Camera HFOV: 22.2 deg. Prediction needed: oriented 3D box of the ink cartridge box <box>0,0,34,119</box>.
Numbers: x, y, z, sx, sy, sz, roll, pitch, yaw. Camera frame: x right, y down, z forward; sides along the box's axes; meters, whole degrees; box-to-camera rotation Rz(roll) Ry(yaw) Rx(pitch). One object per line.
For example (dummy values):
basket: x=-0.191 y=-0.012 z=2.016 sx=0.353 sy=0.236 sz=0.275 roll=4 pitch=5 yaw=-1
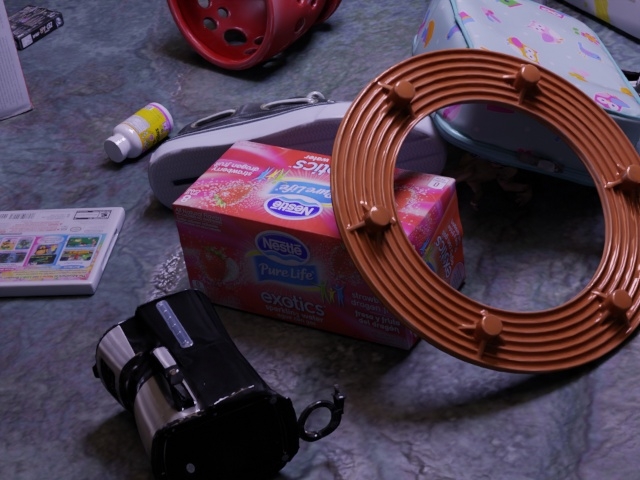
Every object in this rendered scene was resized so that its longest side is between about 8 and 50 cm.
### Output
ink cartridge box: x=-0.493 y=-0.327 z=2.032 sx=0.130 sy=0.310 sz=0.272 roll=-22 pitch=36 yaw=-19

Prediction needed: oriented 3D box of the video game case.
video game case: x=-0.301 y=0.012 z=1.745 sx=0.157 sy=0.019 sz=0.143 roll=-2 pitch=35 yaw=11

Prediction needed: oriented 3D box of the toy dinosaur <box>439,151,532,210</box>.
toy dinosaur: x=0.190 y=-0.078 z=1.721 sx=0.183 sy=0.053 sz=0.093 roll=-14 pitch=33 yaw=-6

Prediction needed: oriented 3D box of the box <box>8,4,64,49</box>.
box: x=-0.401 y=-0.291 z=2.217 sx=0.067 sy=0.018 sz=0.083 roll=17 pitch=42 yaw=34

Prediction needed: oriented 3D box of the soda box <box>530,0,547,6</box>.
soda box: x=0.218 y=-0.387 z=1.960 sx=0.098 sy=0.286 sz=0.091 roll=-1 pitch=33 yaw=12

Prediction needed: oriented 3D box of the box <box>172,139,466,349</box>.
box: x=0.000 y=0.000 z=1.591 sx=0.256 sy=0.123 sz=0.128 roll=12 pitch=40 yaw=29

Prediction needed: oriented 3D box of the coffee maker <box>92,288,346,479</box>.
coffee maker: x=-0.096 y=0.135 z=1.447 sx=0.171 sy=0.120 sz=0.178 roll=1 pitch=29 yaw=-27

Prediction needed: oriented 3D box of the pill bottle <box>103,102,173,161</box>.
pill bottle: x=-0.213 y=-0.124 z=1.900 sx=0.043 sy=0.043 sz=0.083 roll=19 pitch=43 yaw=36

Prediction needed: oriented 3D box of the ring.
ring: x=0.171 y=-0.037 z=1.504 sx=0.336 sy=0.032 sz=0.337 roll=9 pitch=61 yaw=-17

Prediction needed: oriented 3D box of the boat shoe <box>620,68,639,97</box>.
boat shoe: x=0.364 y=-0.169 z=1.824 sx=0.133 sy=0.042 sz=0.049 roll=7 pitch=35 yaw=21

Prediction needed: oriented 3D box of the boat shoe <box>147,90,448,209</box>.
boat shoe: x=-0.024 y=-0.112 z=1.759 sx=0.335 sy=0.121 sz=0.119 roll=-3 pitch=37 yaw=16

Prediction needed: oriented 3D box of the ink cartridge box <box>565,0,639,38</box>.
ink cartridge box: x=0.442 y=-0.392 z=2.022 sx=0.279 sy=0.160 sz=0.384 roll=-24 pitch=36 yaw=-21

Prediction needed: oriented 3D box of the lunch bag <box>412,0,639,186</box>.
lunch bag: x=0.222 y=-0.165 z=1.731 sx=0.224 sy=0.108 sz=0.279 roll=16 pitch=29 yaw=-17

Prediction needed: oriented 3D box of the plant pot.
plant pot: x=-0.074 y=-0.327 z=2.045 sx=0.191 sy=0.191 sz=0.174 roll=20 pitch=34 yaw=36
